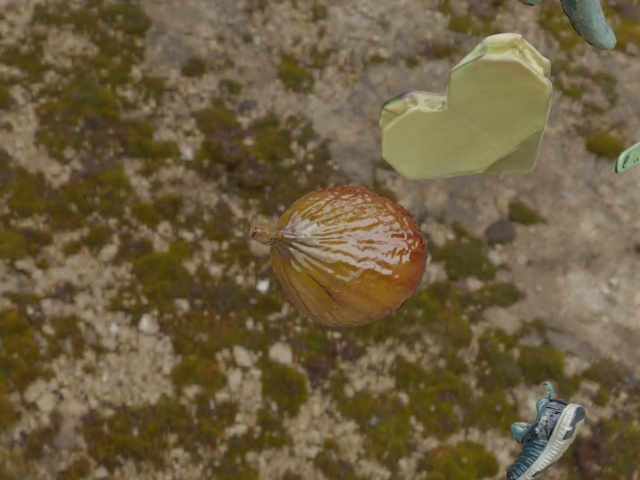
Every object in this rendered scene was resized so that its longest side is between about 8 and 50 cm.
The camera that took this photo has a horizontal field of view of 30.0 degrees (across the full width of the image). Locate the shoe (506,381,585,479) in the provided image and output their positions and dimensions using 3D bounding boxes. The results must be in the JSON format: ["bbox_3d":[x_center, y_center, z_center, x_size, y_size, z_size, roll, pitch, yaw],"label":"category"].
[{"bbox_3d":[0.270,0.249,1.494,0.071,0.143,0.064,41,29,27],"label":"shoe"}]

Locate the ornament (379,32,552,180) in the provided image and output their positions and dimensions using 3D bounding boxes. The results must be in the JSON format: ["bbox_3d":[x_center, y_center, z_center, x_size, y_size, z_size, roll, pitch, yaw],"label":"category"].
[{"bbox_3d":[0.178,-0.124,1.297,0.180,0.201,0.059,34,43,-30],"label":"ornament"}]

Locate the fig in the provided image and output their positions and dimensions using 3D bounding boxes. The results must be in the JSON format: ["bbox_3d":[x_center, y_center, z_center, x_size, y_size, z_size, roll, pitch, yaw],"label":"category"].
[{"bbox_3d":[0.003,-0.003,0.905,0.153,0.119,0.119,38,40,-30],"label":"fig"}]

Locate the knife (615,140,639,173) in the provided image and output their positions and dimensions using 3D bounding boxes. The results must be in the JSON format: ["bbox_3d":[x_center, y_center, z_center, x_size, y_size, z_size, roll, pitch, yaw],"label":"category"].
[{"bbox_3d":[0.554,-0.164,1.943,0.020,0.043,0.293,13,29,40],"label":"knife"}]

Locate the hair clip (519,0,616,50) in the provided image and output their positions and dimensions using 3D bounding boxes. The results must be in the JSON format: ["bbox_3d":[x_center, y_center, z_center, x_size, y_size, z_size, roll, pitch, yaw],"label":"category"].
[{"bbox_3d":[0.103,-0.298,0.715,0.318,0.238,0.392,38,13,27],"label":"hair clip"}]
